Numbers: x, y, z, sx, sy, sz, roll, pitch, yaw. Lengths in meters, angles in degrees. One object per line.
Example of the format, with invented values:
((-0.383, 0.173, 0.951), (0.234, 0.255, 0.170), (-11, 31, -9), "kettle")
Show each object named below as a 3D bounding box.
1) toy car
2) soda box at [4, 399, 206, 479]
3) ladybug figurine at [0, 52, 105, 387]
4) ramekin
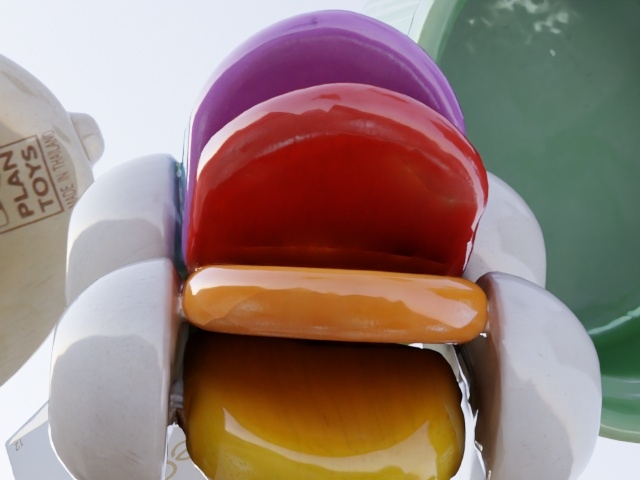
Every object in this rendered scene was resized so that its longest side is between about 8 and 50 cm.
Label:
((0.000, 0.000, 0.501), (0.159, 0.182, 0.136), (2, -64, -5), "toy car")
((-0.052, 0.065, 0.786), (0.216, 0.069, 0.074), (-44, -46, 17), "soda box")
((-0.361, 0.006, 1.132), (0.162, 0.449, 0.305), (-119, -168, -79), "ladybug figurine")
((0.151, -0.053, 0.866), (0.303, 0.303, 0.148), (38, -11, -20), "ramekin")
